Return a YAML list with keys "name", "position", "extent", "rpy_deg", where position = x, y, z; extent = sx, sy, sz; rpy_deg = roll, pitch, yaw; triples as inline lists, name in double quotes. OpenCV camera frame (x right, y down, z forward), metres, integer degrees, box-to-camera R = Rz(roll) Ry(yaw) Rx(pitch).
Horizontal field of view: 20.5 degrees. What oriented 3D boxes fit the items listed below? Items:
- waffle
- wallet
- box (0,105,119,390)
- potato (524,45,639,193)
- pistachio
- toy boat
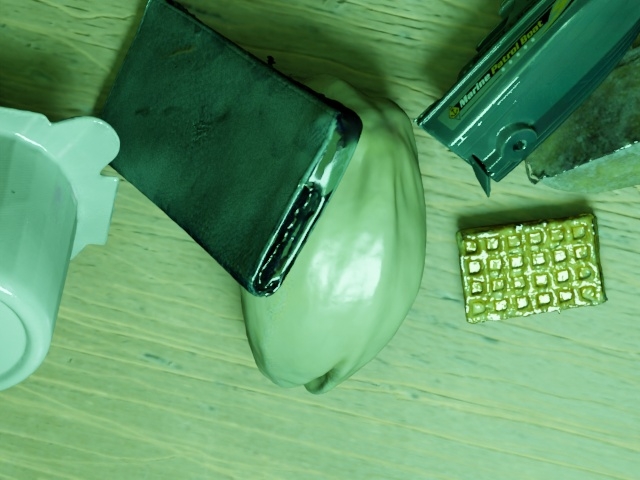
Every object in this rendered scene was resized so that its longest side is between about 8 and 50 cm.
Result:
- name: "waffle"
  position: [0.218, 0.028, 1.829]
  extent: [0.148, 0.042, 0.102]
  rpy_deg: [-8, 99, 6]
- name: "wallet"
  position: [-0.103, -0.099, 1.707]
  extent: [0.046, 0.379, 0.191]
  rpy_deg: [17, 103, -38]
- name: "box"
  position: [-0.323, 0.019, 1.735]
  extent: [0.291, 0.206, 0.262]
  rpy_deg: [-22, 132, 20]
- name: "potato"
  position: [0.340, -0.126, 1.787]
  extent: [0.261, 0.100, 0.120]
  rpy_deg: [-20, 55, 23]
- name: "pistachio"
  position: [0.000, 0.000, 1.770]
  extent: [0.226, 0.207, 0.332]
  rpy_deg: [17, 108, 47]
- name: "toy boat"
  position: [0.226, -0.191, 1.751]
  extent: [0.296, 0.114, 0.122]
  rpy_deg: [-48, 48, 10]
